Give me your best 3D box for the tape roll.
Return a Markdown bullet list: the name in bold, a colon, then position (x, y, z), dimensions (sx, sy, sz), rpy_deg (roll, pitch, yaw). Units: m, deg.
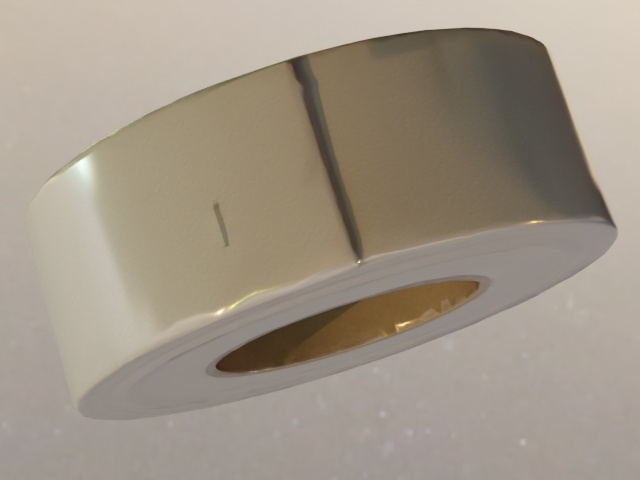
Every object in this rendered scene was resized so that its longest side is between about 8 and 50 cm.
- **tape roll**: position (0.000, 0.000, 0.771), dimensions (0.286, 0.100, 0.286), rpy_deg (-16, 167, -4)
